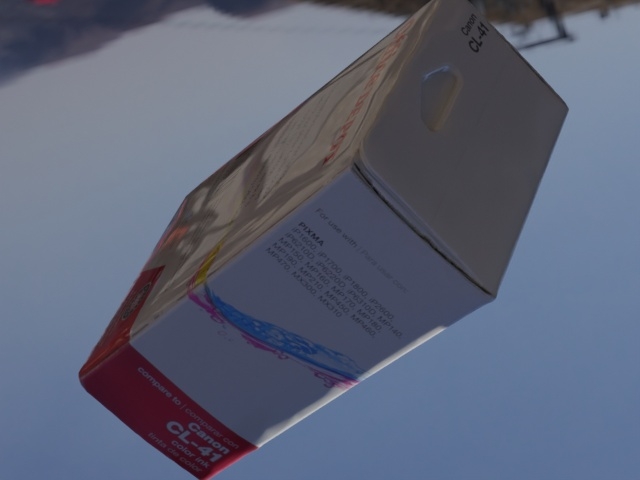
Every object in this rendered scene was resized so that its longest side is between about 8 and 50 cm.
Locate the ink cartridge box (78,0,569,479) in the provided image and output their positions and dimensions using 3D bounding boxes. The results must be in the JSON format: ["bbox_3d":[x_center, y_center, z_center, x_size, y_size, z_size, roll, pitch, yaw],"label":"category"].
[{"bbox_3d":[0.000,0.000,1.079,0.306,0.131,0.226,-34,-161,40],"label":"ink cartridge box"}]
